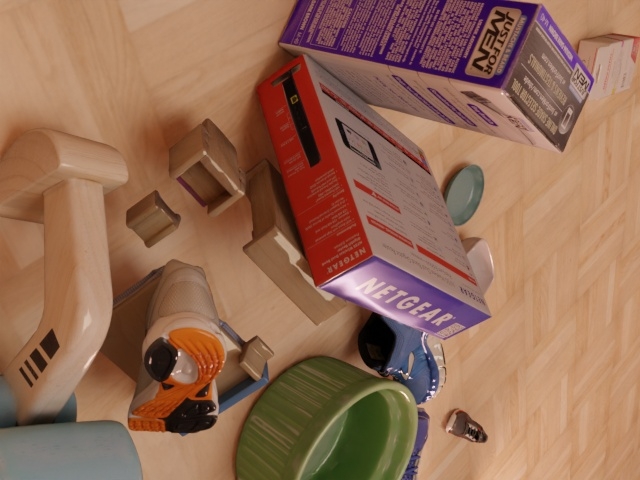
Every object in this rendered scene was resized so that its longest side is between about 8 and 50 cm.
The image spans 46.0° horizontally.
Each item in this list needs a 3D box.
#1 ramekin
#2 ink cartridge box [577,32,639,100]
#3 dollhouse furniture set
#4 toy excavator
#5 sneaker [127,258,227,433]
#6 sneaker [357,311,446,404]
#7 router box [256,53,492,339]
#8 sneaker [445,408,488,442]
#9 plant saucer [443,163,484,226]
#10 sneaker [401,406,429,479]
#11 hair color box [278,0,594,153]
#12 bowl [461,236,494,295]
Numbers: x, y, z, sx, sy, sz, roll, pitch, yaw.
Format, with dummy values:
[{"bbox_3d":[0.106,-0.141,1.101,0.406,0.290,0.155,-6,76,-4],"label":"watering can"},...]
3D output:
[{"bbox_3d":[0.007,0.336,1.221,0.303,0.148,0.303,-25,126,-39],"label":"ramekin"},{"bbox_3d":[0.589,-0.365,1.581,0.198,0.067,0.115,-21,124,-43],"label":"ink cartridge box"},{"bbox_3d":[-0.167,0.038,0.940,0.303,0.198,0.286,-36,117,11],"label":"dollhouse furniture set"},{"bbox_3d":[-0.276,0.177,0.733,0.445,0.432,0.222,-47,146,22],"label":"toy excavator"},{"bbox_3d":[-0.153,0.123,0.827,0.099,0.121,0.262,7,141,-17],"label":"sneaker"},{"bbox_3d":[0.132,0.185,1.327,0.147,0.129,0.329,-21,134,-13],"label":"sneaker"},{"bbox_3d":[0.078,-0.045,1.002,0.082,0.301,0.335,-31,148,23],"label":"router box"},{"bbox_3d":[0.338,0.426,1.707,0.158,0.065,0.061,30,86,-51],"label":"sneaker"},{"bbox_3d":[0.260,-0.085,1.390,0.119,0.021,0.119,-25,126,-40],"label":"plant saucer"},{"bbox_3d":[0.139,0.467,1.369,0.128,0.182,0.315,10,110,-24],"label":"sneaker"},{"bbox_3d":[0.135,-0.220,0.926,0.185,0.339,0.110,24,91,-51],"label":"hair color box"},{"bbox_3d":[0.273,0.070,1.460,0.142,0.053,0.142,-47,138,-20],"label":"bowl"}]
